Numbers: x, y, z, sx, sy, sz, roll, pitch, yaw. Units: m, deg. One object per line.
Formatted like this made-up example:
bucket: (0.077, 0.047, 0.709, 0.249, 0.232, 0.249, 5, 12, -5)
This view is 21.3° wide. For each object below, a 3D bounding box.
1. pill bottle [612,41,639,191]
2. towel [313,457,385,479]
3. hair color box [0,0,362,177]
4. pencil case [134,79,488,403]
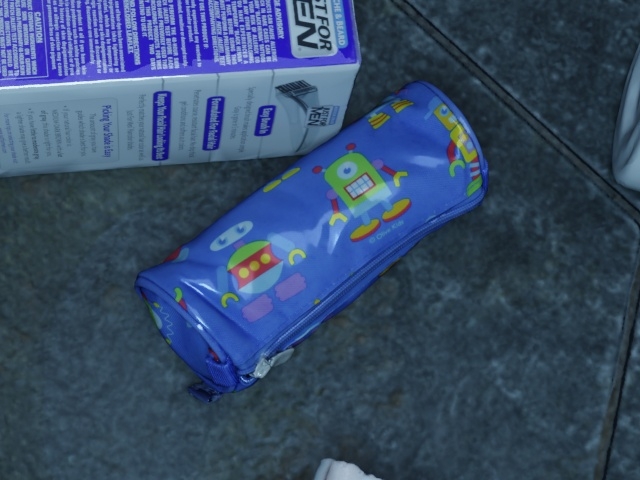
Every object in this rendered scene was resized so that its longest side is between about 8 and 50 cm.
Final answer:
pill bottle: (0.418, -0.089, 1.412, 0.318, 0.176, 0.176, 15, 72, -1)
towel: (0.067, 0.363, 1.229, 0.332, 0.053, 0.317, 33, 68, -25)
hair color box: (-0.148, -0.136, 1.361, 0.339, 0.185, 0.110, -3, 72, -8)
pencil case: (0.000, 0.000, 1.368, 0.306, 0.119, 0.133, -37, 63, -15)
